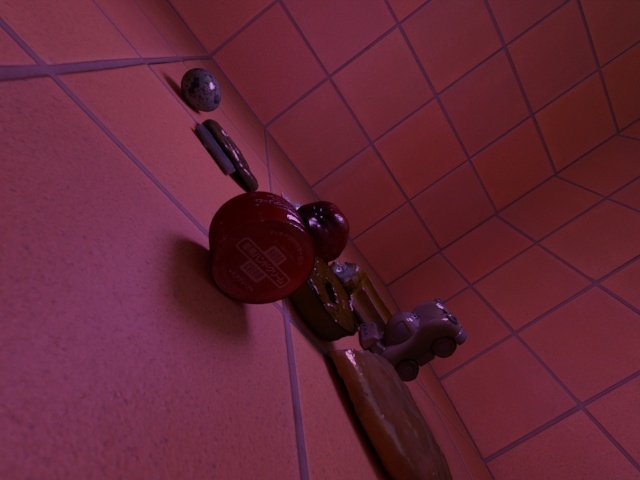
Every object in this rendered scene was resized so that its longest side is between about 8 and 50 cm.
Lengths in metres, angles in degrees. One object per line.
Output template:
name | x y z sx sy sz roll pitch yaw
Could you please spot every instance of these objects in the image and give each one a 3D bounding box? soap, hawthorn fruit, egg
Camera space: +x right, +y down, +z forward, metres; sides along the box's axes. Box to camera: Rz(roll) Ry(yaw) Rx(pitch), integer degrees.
soap | 0.216 0.298 1.745 0.281 0.143 0.259 59 10 -9
hawthorn fruit | 0.000 0.000 1.458 0.210 0.230 0.265 14 -51 45
egg | -0.423 -0.534 1.436 0.132 0.133 0.172 59 -3 26

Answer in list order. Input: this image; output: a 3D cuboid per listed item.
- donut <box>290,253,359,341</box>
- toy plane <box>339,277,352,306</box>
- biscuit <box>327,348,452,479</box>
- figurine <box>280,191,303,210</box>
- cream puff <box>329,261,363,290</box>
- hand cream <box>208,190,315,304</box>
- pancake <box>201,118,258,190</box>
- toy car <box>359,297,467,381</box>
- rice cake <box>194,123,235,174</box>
donut | -0.003 0.165 1.124 0.272 0.107 0.272 50 13 -16
toy plane | 0.053 0.185 1.427 0.173 0.080 0.174 56 -10 15
biscuit | 0.200 0.462 1.036 0.429 0.104 0.446 47 10 -47
figurine | -0.088 -0.085 1.610 0.236 0.127 0.155 37 28 -50
cream puff | 0.104 0.154 1.670 0.156 0.156 0.121 41 52 -61
hand cream | -0.114 0.013 0.758 0.193 0.193 0.125 49 8 -38
pancake | -0.308 -0.303 1.406 0.294 0.050 0.294 54 2 -2
toy car | 0.338 0.345 1.506 0.226 0.336 0.242 53 8 -4
rice cake | -0.336 -0.285 1.267 0.180 0.042 0.030 54 -18 -3
